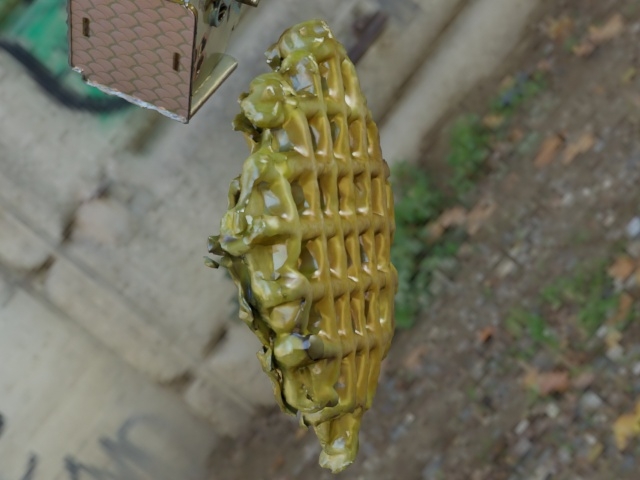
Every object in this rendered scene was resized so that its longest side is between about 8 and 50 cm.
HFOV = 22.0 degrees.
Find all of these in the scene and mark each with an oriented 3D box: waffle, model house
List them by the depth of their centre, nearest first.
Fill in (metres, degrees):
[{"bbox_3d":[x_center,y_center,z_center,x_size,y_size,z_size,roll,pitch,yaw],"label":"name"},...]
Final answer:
[{"bbox_3d":[0.002,0.000,1.024,0.052,0.245,0.254,-6,42,18],"label":"waffle"},{"bbox_3d":[-0.132,-0.242,1.571,0.326,0.169,0.244,43,-110,-85],"label":"model house"}]
